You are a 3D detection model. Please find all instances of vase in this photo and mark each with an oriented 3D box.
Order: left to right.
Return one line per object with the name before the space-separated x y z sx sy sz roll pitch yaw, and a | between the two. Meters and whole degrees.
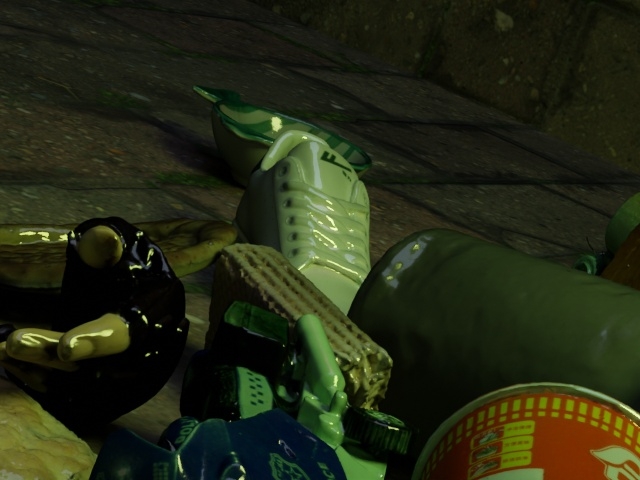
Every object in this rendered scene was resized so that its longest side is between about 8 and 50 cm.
vase | 0.176 0.107 1.513 0.291 0.245 0.245 24 13 35

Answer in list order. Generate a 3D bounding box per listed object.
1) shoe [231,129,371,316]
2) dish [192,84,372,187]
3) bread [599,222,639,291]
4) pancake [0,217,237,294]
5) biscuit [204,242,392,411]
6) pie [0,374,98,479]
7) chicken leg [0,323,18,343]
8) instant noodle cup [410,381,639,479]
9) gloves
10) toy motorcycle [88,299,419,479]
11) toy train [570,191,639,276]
shoe | 0.000 0.000 1.820 0.132 0.160 0.363 14 14 -17
dish | -0.055 -0.099 2.321 0.246 0.078 0.224 31 16 36
bread | 0.387 0.137 1.726 0.398 0.215 0.398 23 16 -7
pancake | -0.191 0.009 1.633 0.250 0.031 0.250 -2 9 0
biscuit | -0.021 0.092 1.518 0.062 0.108 0.239 1 21 -26
pie | -0.247 0.114 1.225 0.218 0.052 0.185 31 15 32
chicken leg | -0.288 0.066 1.379 0.205 0.053 0.093 16 -1 -35
instant noodle cup | 0.131 0.208 1.172 0.193 0.193 0.212 21 20 3
gloves | -0.151 0.061 1.334 0.124 0.164 0.203 10 14 -5
toy motorcycle | -0.045 0.148 1.253 0.196 0.125 0.331 19 17 -7
toy train | 0.352 0.048 2.079 0.126 0.189 0.307 18 14 -16
